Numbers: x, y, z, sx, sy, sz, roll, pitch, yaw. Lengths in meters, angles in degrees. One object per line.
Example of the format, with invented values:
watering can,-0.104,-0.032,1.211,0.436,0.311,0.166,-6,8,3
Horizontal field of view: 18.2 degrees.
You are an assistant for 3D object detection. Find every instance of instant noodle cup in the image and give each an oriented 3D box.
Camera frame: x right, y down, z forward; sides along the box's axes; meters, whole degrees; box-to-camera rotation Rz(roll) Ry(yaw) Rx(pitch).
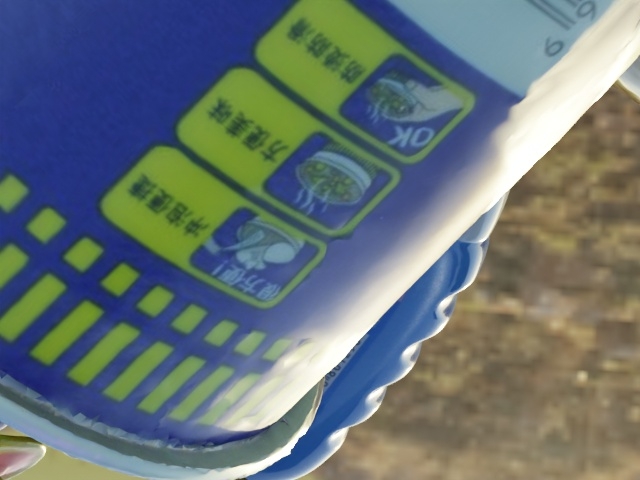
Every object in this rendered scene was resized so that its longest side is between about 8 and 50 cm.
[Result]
instant noodle cup,0.010,-0.133,0.536,0.312,0.284,0.284,-40,147,22

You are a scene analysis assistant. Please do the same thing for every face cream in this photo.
face cream,0.000,0.000,0.981,0.149,0.264,0.083,40,-150,5

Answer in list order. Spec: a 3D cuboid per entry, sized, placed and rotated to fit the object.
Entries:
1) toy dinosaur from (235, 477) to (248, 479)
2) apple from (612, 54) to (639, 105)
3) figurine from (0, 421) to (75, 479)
toy dinosaur,-0.025,0.126,0.806,0.126,0.039,0.162,27,153,40
apple,0.292,-0.216,1.060,0.384,0.374,0.374,-8,177,-34
figurine,-0.192,0.045,1.146,0.193,0.421,0.154,23,142,-19
